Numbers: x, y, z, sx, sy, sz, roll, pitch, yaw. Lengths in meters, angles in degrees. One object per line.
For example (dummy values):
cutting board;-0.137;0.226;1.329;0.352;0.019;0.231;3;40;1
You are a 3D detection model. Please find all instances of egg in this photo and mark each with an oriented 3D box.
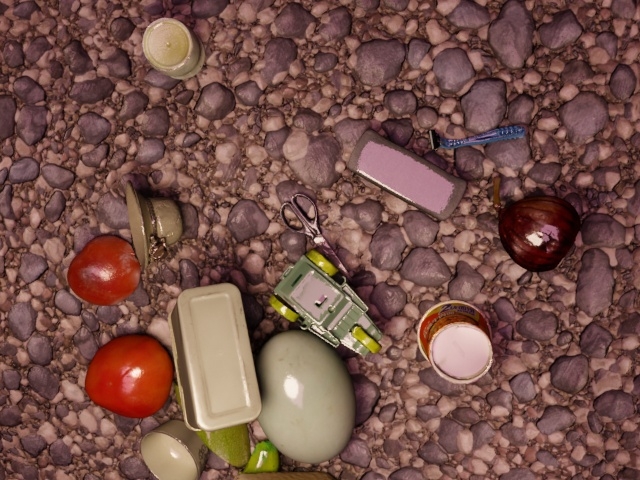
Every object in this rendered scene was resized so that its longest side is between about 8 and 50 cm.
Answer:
egg;-0.043;0.424;1.478;0.276;0.276;0.389;-15;110;8

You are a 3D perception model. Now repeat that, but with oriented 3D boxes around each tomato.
tomato;-0.558;0.394;1.588;0.259;0.180;0.260;0;92;10
tomato;-0.646;0.101;1.607;0.199;0.112;0.228;31;101;1

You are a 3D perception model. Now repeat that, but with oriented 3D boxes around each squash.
squash;-0.330;0.548;1.613;0.203;0.111;0.289;-6;96;9

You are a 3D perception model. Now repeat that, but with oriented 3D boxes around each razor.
razor;0.424;-0.279;1.482;0.253;0.042;0.082;-7;54;6

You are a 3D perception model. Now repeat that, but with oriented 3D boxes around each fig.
fig;0.534;-0.037;1.426;0.249;0.186;0.204;26;116;11

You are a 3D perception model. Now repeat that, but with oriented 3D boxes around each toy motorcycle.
toy motorcycle;0.036;0.190;1.498;0.326;0.200;0.191;40;89;9

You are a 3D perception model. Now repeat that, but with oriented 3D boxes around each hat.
hat;-0.460;-0.053;1.545;0.130;0.257;0.257;-11;95;-24

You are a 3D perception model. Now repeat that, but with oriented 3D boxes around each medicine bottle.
medicine bottle;-0.401;-0.525;1.501;0.147;0.143;0.147;0;99;2

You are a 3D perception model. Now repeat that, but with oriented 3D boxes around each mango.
mango;-0.173;0.669;1.598;0.100;0.119;0.179;22;99;20

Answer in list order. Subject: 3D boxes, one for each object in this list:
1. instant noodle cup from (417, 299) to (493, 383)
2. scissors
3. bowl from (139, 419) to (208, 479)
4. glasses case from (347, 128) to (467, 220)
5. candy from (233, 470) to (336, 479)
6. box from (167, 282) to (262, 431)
instant noodle cup;0.369;0.279;1.471;0.213;0.174;0.213;1;95;7
scissors;0.000;0.000;1.566;0.109;0.022;0.300;-38;91;12
bowl;-0.413;0.614;1.608;0.211;0.112;0.212;11;115;23
glasses case;0.235;-0.178;1.494;0.323;0.074;0.131;30;99;3
candy;-0.078;0.737;1.503;0.320;0.179;0.135;10;98;-26
box;-0.280;0.307;1.419;0.177;0.344;0.352;-8;76;-20
